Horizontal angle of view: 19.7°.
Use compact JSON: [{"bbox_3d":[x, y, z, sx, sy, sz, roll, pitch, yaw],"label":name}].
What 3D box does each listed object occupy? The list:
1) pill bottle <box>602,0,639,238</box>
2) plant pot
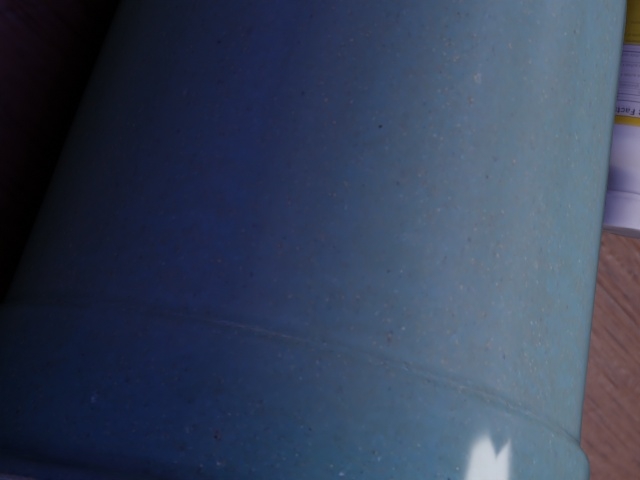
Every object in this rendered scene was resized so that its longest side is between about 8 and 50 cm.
[{"bbox_3d":[0.218,-0.094,1.179,0.103,0.103,0.184,13,87,-33],"label":"pill bottle"},{"bbox_3d":[0.000,0.000,0.935,0.341,0.341,0.334,22,73,-32],"label":"plant pot"}]
